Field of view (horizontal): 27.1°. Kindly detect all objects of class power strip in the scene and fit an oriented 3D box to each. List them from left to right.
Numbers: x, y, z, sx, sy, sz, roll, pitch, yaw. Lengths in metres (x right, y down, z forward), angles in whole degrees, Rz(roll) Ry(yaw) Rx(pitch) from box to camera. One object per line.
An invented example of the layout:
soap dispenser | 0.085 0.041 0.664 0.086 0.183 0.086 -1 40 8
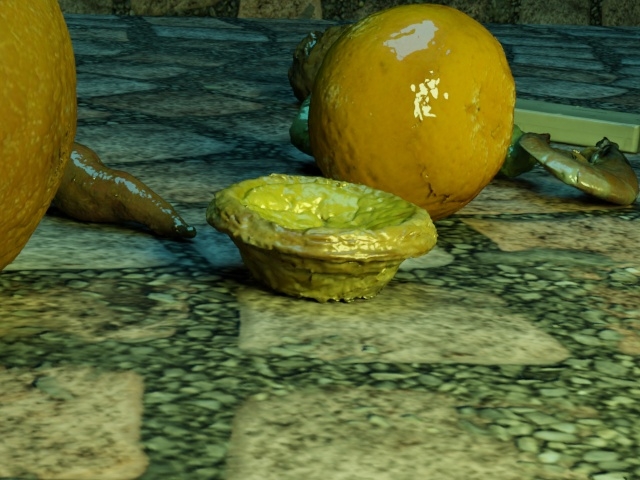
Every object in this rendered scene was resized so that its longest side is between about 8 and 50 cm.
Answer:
power strip | 0.296 -0.174 1.894 0.367 0.043 0.106 11 16 27

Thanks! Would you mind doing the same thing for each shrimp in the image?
shrimp | 0.298 -0.095 1.514 0.143 0.052 0.251 28 14 5

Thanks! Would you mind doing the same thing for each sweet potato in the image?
sweet potato | -0.209 -0.044 1.234 0.226 0.068 0.068 29 26 31

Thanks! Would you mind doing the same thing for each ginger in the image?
ginger | 0.106 -0.116 1.548 0.290 0.089 0.137 7 1 -10

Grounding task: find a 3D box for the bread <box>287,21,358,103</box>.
bread | 0.064 -0.271 2.006 0.230 0.123 0.230 -5 8 1

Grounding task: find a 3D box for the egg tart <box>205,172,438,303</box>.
egg tart | 0.000 0.000 1.078 0.191 0.074 0.191 4 15 -1

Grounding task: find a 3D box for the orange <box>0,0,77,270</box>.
orange | -0.330 -0.099 0.921 0.322 0.322 0.357 6 6 7

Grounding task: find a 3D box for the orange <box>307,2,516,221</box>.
orange | 0.088 -0.123 1.292 0.219 0.219 0.193 -9 27 -40
